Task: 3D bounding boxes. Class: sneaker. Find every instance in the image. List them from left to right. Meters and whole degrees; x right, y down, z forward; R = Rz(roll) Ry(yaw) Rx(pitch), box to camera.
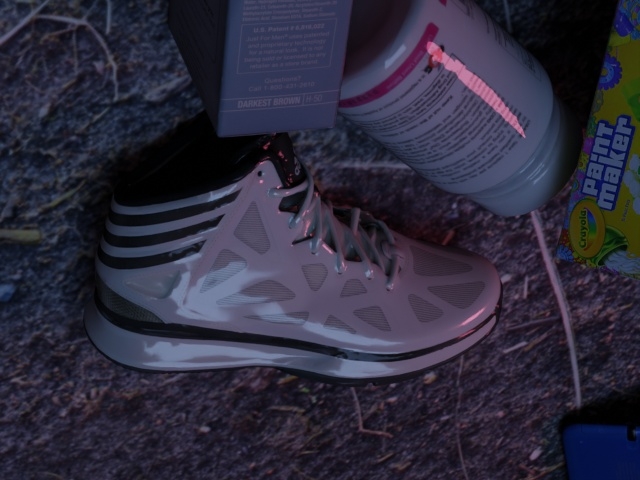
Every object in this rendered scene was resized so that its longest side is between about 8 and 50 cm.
[{"bbox_3d":[0.000,0.001,1.512,0.447,0.169,0.257,-1,130,-19],"label":"sneaker"}]

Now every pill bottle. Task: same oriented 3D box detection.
[{"bbox_3d":[0.120,-0.143,1.450,0.160,0.160,0.283,-43,131,15],"label":"pill bottle"}]

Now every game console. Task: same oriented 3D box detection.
[{"bbox_3d":[0.469,0.281,2.048,0.250,0.173,0.293,0,135,17],"label":"game console"}]

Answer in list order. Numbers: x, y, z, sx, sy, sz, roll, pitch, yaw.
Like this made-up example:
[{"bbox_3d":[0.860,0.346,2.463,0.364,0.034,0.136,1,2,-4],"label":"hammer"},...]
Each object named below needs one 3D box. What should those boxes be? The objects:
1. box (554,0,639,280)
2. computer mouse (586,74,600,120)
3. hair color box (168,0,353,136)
[{"bbox_3d":[0.402,-0.103,1.461,0.279,0.177,0.290,16,110,13],"label":"box"},{"bbox_3d":[0.404,-0.189,1.594,0.272,0.072,0.188,-39,133,11],"label":"computer mouse"},{"bbox_3d":[-0.042,-0.292,1.237,0.113,0.185,0.374,-7,130,-18],"label":"hair color box"}]
